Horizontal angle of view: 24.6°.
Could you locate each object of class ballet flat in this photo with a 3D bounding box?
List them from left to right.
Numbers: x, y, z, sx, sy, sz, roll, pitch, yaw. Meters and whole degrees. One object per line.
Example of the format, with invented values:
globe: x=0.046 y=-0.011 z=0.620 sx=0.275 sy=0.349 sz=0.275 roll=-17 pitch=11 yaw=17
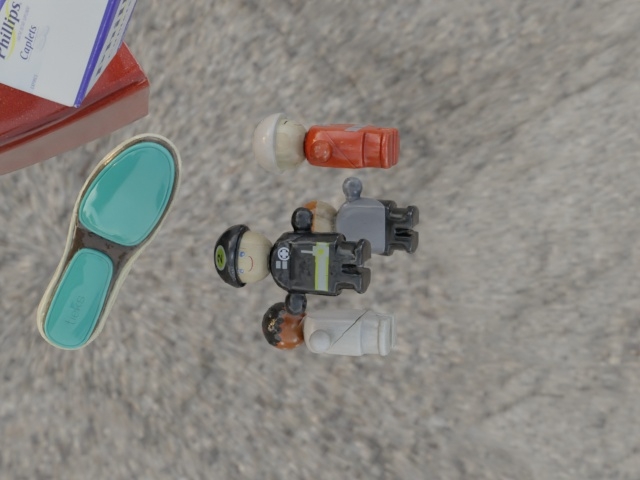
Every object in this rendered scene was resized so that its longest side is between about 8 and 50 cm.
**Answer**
ballet flat: x=-0.204 y=-0.007 z=1.419 sx=0.086 sy=0.086 sz=0.248 roll=30 pitch=110 yaw=-8

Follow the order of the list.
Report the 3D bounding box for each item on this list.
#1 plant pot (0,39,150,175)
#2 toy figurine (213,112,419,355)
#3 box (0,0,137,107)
plant pot: x=-0.345 y=-0.193 z=1.494 sx=0.236 sy=0.267 sz=0.267 roll=-33 pitch=92 yaw=-7
toy figurine: x=0.000 y=0.000 z=1.436 sx=0.148 sy=0.209 sz=0.213 roll=3 pitch=59 yaw=17
box: x=-0.158 y=-0.172 z=0.964 sx=0.072 sy=0.137 sz=0.126 roll=22 pitch=116 yaw=-4
